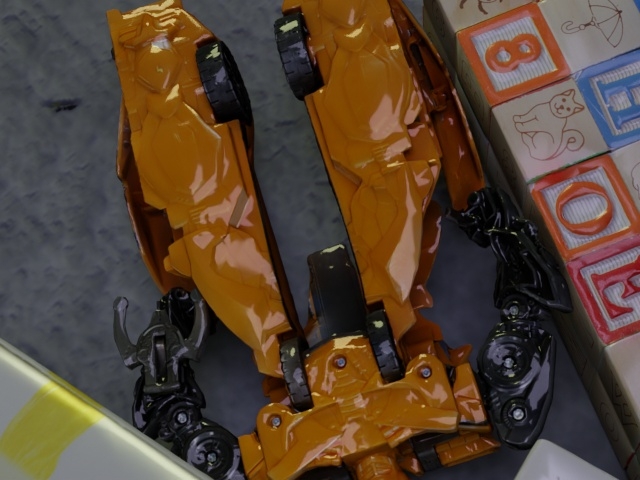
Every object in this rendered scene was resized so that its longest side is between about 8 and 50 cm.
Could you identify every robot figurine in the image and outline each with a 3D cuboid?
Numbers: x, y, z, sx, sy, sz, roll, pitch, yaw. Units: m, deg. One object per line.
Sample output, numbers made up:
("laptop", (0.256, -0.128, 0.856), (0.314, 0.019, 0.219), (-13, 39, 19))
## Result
("robot figurine", (0.000, 0.000, 0.786), (0.211, 0.085, 0.291), (-18, 69, 8))

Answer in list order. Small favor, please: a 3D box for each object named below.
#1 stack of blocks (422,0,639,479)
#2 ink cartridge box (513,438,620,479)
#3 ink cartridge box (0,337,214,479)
("stack of blocks", (0.183, -0.024, 0.788), (0.171, 0.087, 0.297), (-21, 70, -4))
("ink cartridge box", (0.108, 0.258, 0.676), (0.201, 0.117, 0.278), (29, 75, 13))
("ink cartridge box", (-0.123, 0.206, 0.613), (0.384, 0.160, 0.279), (28, 76, 38))
